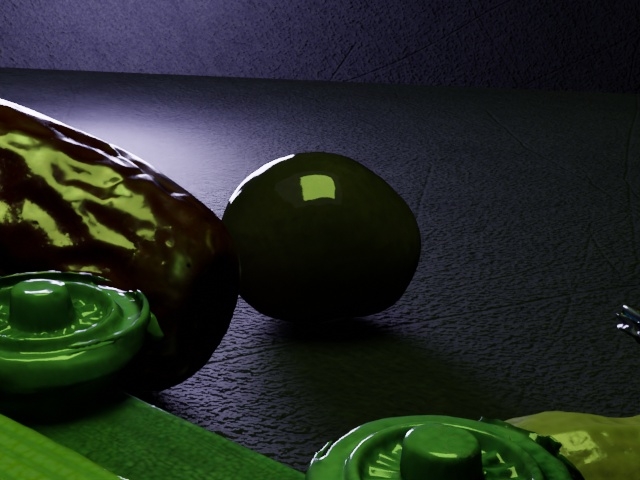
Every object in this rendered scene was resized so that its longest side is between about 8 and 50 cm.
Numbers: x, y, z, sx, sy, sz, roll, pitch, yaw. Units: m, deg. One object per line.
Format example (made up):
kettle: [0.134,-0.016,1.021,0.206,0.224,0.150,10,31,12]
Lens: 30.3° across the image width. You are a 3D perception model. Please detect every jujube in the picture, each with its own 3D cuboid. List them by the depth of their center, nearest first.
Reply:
jujube: [-0.223,0.005,0.916,0.318,0.223,0.223,19,19,19]

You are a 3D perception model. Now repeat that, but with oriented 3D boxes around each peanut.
peanut: [0.182,0.142,0.702,0.214,0.090,0.098,1,27,-11]

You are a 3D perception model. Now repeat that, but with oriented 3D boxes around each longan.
longan: [0.000,0.000,1.087,0.187,0.167,0.167,21,8,-20]

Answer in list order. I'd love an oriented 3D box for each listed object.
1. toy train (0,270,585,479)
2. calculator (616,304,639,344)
toy train: [-0.099,0.151,0.470,0.442,0.179,0.272,16,25,35]
calculator: [0.321,0.119,0.736,0.274,0.028,0.166,27,4,-17]
